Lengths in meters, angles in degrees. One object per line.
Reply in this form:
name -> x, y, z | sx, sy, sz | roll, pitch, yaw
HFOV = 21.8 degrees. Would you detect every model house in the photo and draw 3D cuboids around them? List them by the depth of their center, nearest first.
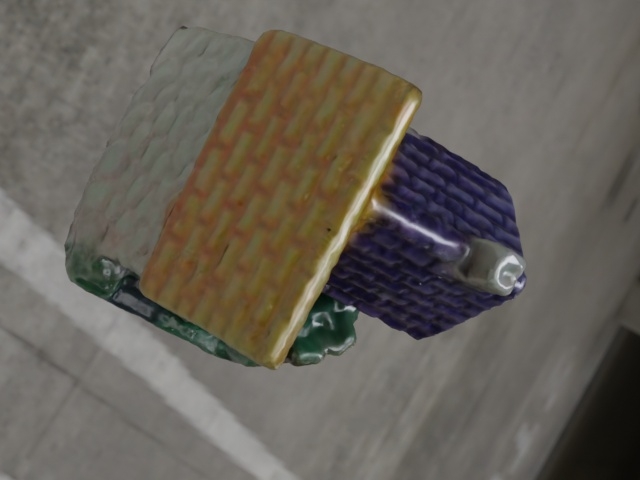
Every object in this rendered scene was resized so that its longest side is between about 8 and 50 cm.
model house -> 0.000, 0.000, 0.470 | 0.101, 0.100, 0.087 | 29, 86, -34
